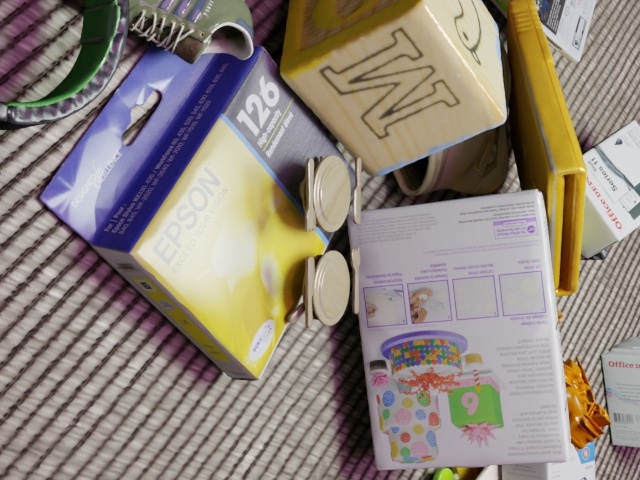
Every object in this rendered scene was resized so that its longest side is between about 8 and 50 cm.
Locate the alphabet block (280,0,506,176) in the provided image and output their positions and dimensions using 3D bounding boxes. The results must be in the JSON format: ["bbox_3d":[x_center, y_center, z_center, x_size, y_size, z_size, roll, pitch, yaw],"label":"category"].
[{"bbox_3d":[0.088,-0.227,1.185,0.197,0.193,0.192,44,34,-38],"label":"alphabet block"}]

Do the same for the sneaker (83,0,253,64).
[{"bbox_3d":[-0.146,-0.225,1.027,0.192,0.064,0.086,-7,72,-41],"label":"sneaker"}]

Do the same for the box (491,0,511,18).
[{"bbox_3d":[0.328,-0.416,1.548,0.203,0.114,0.103,35,65,-40],"label":"box"}]

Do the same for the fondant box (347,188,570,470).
[{"bbox_3d":[0.176,0.113,1.253,0.096,0.238,0.330,-9,93,-75],"label":"fondant box"}]

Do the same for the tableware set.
[{"bbox_3d":[0.000,0.000,1.136,0.128,0.039,0.194,-8,100,-61],"label":"tableware set"}]

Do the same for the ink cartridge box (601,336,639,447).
[{"bbox_3d":[0.604,0.275,1.816,0.127,0.128,0.176,-18,102,-47],"label":"ink cartridge box"}]

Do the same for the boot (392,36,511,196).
[{"bbox_3d":[0.173,-0.191,1.389,0.203,0.095,0.261,-6,96,-46],"label":"boot"}]

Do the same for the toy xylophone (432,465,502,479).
[{"bbox_3d":[0.229,0.331,1.435,0.323,0.081,0.236,-26,108,-45],"label":"toy xylophone"}]

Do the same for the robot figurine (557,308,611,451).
[{"bbox_3d":[0.310,0.151,1.432,0.211,0.085,0.291,41,22,-31],"label":"robot figurine"}]

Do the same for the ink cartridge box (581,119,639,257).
[{"bbox_3d":[0.486,-0.087,1.669,0.208,0.087,0.153,-32,85,-33],"label":"ink cartridge box"}]

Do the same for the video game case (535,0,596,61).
[{"bbox_3d":[0.359,-0.388,1.483,0.173,0.022,0.190,25,79,-43],"label":"video game case"}]

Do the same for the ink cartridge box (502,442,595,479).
[{"bbox_3d":[0.326,0.368,1.418,0.140,0.082,0.190,1,86,-48],"label":"ink cartridge box"}]

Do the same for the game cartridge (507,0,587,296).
[{"bbox_3d":[0.311,-0.129,1.397,0.285,0.053,0.323,75,10,-53],"label":"game cartridge"}]

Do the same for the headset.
[{"bbox_3d":[-0.307,-0.232,0.788,0.394,0.185,0.243,13,79,-46],"label":"headset"}]

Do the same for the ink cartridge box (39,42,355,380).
[{"bbox_3d":[-0.107,-0.058,1.093,0.307,0.072,0.303,51,54,-36],"label":"ink cartridge box"}]

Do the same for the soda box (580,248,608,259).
[{"bbox_3d":[0.486,-0.043,1.748,0.053,0.060,0.169,55,51,-33],"label":"soda box"}]
